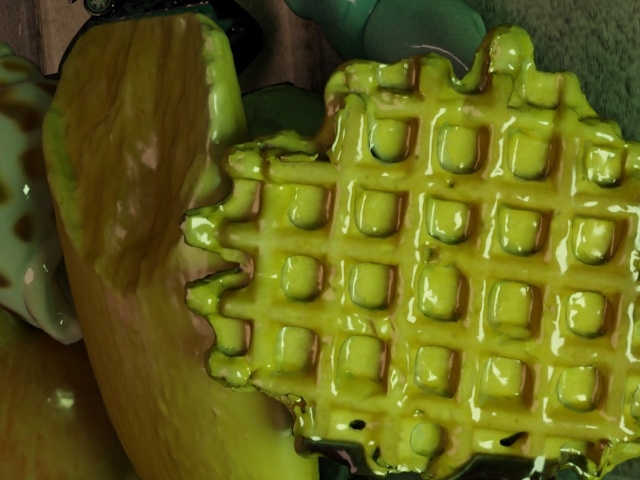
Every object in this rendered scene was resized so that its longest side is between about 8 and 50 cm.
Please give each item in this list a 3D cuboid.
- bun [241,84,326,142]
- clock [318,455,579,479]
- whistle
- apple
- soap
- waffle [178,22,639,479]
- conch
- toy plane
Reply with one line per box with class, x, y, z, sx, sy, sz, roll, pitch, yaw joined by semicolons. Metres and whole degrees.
bun;-0.028;-0.021;1.213;0.195;0.118;0.195;41;144;40
clock;0.057;0.248;1.154;0.386;0.076;0.386;-26;60;56
whistle;0.055;-0.163;1.130;0.274;0.093;0.186;46;161;42
apple;-0.293;0.116;1.522;0.391;0.391;0.346;66;147;25
soap;-0.108;0.048;1.151;0.306;0.115;0.427;2;107;57
waffle;0.074;0.031;0.970;0.307;0.312;0.060;63;-170;-1
conch;-0.250;-0.048;1.324;0.148;0.183;0.275;-1;84;19
toy plane;-0.196;-0.149;1.410;0.106;0.381;0.155;34;-131;-68
